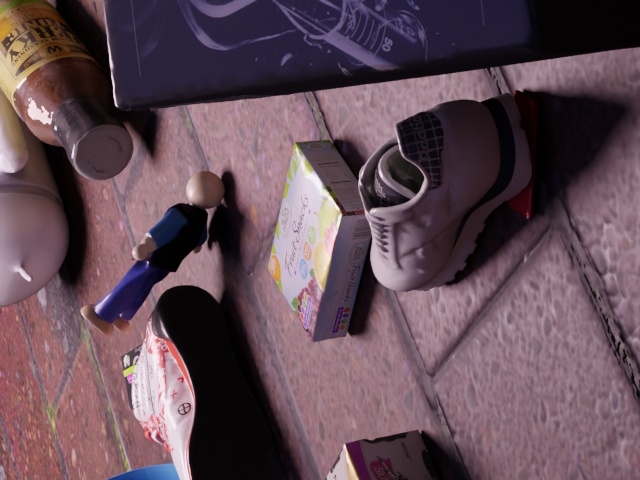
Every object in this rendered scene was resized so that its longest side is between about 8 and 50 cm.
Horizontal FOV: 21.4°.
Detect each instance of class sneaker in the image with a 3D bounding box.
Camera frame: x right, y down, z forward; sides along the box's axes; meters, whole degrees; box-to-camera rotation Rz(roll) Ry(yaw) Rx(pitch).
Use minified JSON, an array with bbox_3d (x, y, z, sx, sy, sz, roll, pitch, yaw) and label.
[{"bbox_3d":[-0.119,0.191,1.676,0.145,0.090,0.270,117,141,-52],"label":"sneaker"},{"bbox_3d":[0.065,-0.030,1.204,0.235,0.095,0.090,116,138,-58],"label":"sneaker"}]

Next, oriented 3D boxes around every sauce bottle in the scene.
[{"bbox_3d":[-0.301,-0.178,1.929,0.344,0.111,0.111,47,138,48],"label":"sauce bottle"}]

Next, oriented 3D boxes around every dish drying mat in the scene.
[{"bbox_3d":[0.138,-0.058,1.150,0.032,0.008,0.083,-144,50,-61],"label":"dish drying mat"}]

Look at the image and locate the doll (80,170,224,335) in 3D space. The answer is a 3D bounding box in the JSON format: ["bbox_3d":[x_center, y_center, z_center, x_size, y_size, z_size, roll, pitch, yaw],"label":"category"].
[{"bbox_3d":[-0.157,0.011,1.659,0.046,0.129,0.189,43,102,15],"label":"doll"}]

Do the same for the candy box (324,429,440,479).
[{"bbox_3d":[0.043,0.283,1.378,0.159,0.071,0.233,66,150,31],"label":"candy box"}]

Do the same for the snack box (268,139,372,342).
[{"bbox_3d":[0.000,0.000,1.424,0.100,0.037,0.141,-121,34,-43],"label":"snack box"}]

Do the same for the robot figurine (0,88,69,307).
[{"bbox_3d":[-0.434,-0.061,2.133,0.300,0.200,0.353,-58,45,48],"label":"robot figurine"}]

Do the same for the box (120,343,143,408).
[{"bbox_3d":[-0.174,0.143,1.819,0.083,0.052,0.062,-30,69,62],"label":"box"}]

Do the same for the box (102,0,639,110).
[{"bbox_3d":[0.026,-0.264,0.997,0.313,0.179,0.343,-4,94,38],"label":"box"}]

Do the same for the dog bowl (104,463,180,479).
[{"bbox_3d":[-0.151,0.317,1.708,0.297,0.166,0.074,26,132,60],"label":"dog bowl"}]
